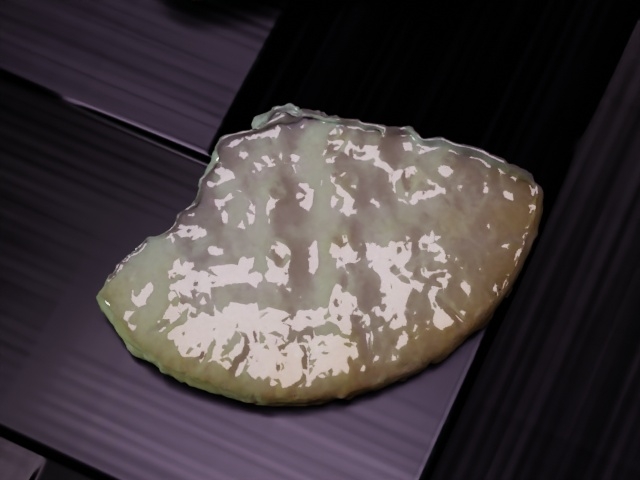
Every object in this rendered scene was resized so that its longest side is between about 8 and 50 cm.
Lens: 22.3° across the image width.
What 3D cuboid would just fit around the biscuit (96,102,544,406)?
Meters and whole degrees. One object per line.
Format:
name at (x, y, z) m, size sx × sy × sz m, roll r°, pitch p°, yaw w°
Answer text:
biscuit at (0.000, 0.000, 0.937) m, size 0.265 × 0.040 × 0.188 m, roll -19°, pitch 71°, yaw -5°
